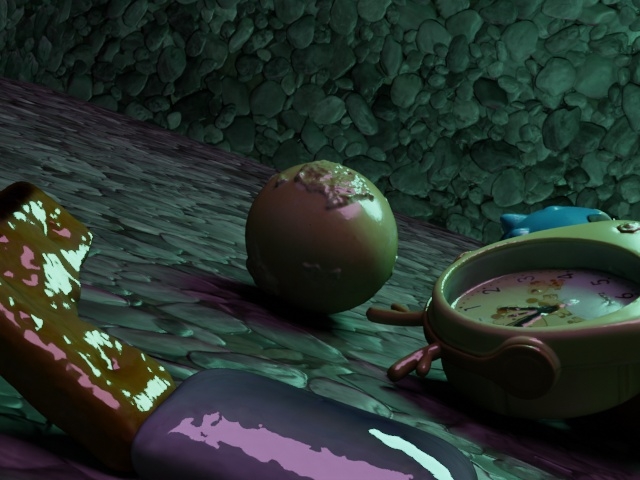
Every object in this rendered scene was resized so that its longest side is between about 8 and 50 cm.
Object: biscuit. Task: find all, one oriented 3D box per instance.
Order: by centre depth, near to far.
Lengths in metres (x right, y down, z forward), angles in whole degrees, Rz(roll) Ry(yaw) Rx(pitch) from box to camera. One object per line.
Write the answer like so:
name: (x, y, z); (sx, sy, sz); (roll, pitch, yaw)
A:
biscuit: (-0.147, 0.043, 0.721); (0.183, 0.039, 0.174); (43, 15, 2)

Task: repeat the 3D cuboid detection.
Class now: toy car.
toy car: (0.298, 0.048, 1.589); (0.190, 0.188, 0.255); (9, 11, -8)

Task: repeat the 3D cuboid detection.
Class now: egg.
egg: (0.003, -0.001, 1.298); (0.164, 0.164, 0.201); (16, 7, -18)

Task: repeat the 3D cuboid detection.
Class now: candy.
candy: (-0.003, 0.119, 0.646); (0.174, 0.071, 0.138); (18, 7, 4)

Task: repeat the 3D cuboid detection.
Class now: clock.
clock: (0.202, 0.076, 1.141); (0.308, 0.096, 0.235); (-10, 24, -3)

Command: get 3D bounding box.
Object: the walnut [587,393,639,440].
walnut: (0.322, 0.146, 1.201); (0.207, 0.116, 0.116); (12, 4, 23)
